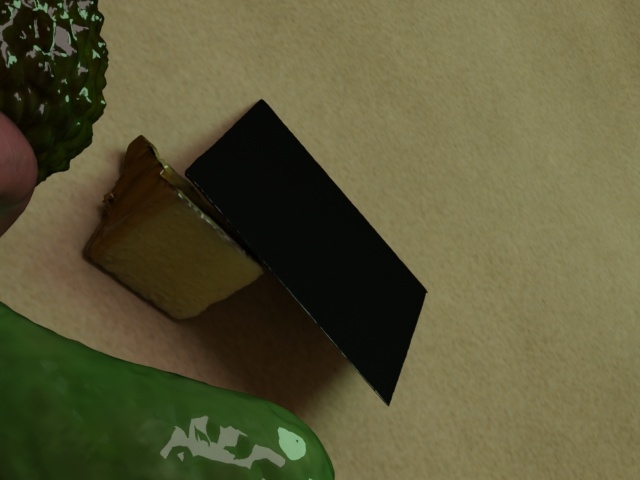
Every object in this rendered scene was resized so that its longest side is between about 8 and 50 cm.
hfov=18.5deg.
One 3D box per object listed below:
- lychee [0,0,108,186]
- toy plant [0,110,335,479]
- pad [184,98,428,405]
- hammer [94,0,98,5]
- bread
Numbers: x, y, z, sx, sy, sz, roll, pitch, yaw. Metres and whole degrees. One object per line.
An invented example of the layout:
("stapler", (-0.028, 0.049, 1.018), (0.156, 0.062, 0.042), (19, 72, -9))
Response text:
("lychee", (-0.176, -0.099, 0.946), (0.171, 0.171, 0.171), (32, 39, -29))
("toy plant", (-0.210, 0.050, 0.757), (0.317, 0.210, 0.356), (-33, 90, -24))
("pad", (0.000, 0.000, 1.147), (0.170, 0.006, 0.245), (49, 14, -5))
("hammer", (-0.227, -0.143, 1.054), (0.125, 0.027, 0.297), (54, 32, 11))
("bread", (-0.067, -0.018, 1.084), (0.084, 0.080, 0.109), (42, 37, -21))
